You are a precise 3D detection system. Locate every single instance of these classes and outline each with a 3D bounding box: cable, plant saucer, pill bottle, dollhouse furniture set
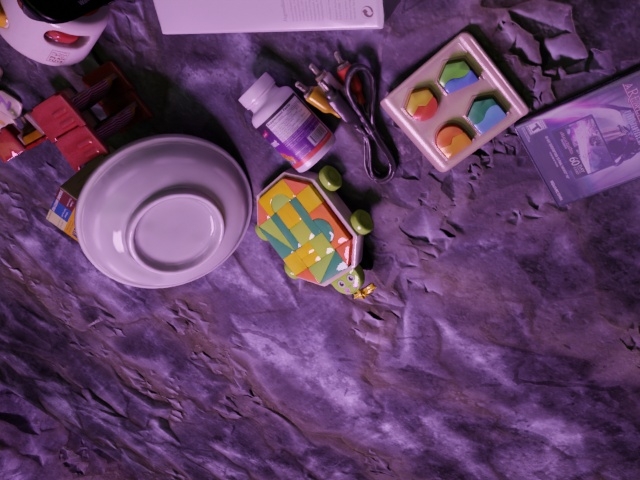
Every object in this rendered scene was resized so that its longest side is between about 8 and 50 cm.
[{"bbox_3d":[0.086,-0.247,1.119,0.139,0.072,0.287,-32,123,20],"label":"cable"},{"bbox_3d":[-0.330,-0.036,1.249,0.400,0.100,0.401,-15,128,-21],"label":"plant saucer"},{"bbox_3d":[-0.070,-0.241,1.132,0.193,0.108,0.108,45,130,-15],"label":"pill bottle"},{"bbox_3d":[-0.594,-0.247,1.284,0.374,0.201,0.152,-16,119,31],"label":"dollhouse furniture set"}]

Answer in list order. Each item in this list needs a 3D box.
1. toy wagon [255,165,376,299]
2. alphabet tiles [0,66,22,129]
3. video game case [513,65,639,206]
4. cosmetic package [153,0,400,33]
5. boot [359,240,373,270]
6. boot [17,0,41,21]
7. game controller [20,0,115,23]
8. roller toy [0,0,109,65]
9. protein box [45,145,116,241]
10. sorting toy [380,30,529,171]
[{"bbox_3d":[0.000,0.000,1.285,0.267,0.068,0.344,-35,92,40],"label":"toy wagon"},{"bbox_3d":[-0.897,-0.355,1.410,0.278,0.021,0.284,34,122,-6],"label":"alphabet tiles"},{"bbox_3d":[0.516,-0.185,0.990,0.274,0.026,0.196,-22,116,35],"label":"video game case"},{"bbox_3d":[-0.064,-0.442,0.901,0.384,0.217,0.156,6,129,16],"label":"cosmetic package"},{"bbox_3d":[0.063,0.031,1.340,0.099,0.045,0.121,-8,124,31],"label":"boot"},{"bbox_3d":[-0.524,-0.541,0.979,0.280,0.264,0.096,40,146,-13],"label":"boot"},{"bbox_3d":[-0.396,-0.478,0.938,0.166,0.319,0.067,45,139,-11],"label":"game controller"},{"bbox_3d":[-0.532,-0.449,1.098,0.191,0.209,0.146,40,132,-22],"label":"roller toy"},{"bbox_3d":[-0.515,-0.084,1.381,0.201,0.200,0.136,38,132,-10],"label":"protein box"},{"bbox_3d":[0.244,-0.245,1.033,0.208,0.038,0.193,-35,108,32],"label":"sorting toy"}]
